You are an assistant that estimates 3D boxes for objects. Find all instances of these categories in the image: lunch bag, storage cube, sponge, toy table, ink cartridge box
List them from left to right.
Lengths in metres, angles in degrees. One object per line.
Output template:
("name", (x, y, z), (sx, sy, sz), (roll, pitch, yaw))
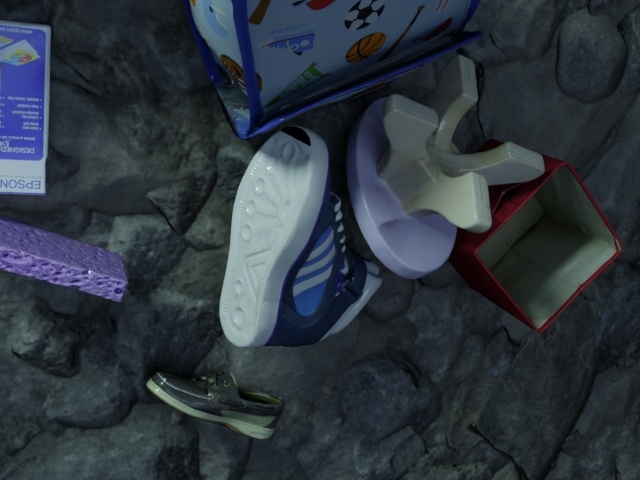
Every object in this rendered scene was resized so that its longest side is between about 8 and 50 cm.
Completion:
("ink cartridge box", (-0.429, -0.160, 0.890), (0.206, 0.045, 0.208), (1, 106, -22))
("sponge", (-0.348, 0.015, 0.940), (0.210, 0.117, 0.031), (19, 101, -26))
("lunch bag", (0.016, -0.289, 0.876), (0.327, 0.239, 0.385), (-26, 159, -11))
("toy table", (0.146, -0.104, 0.989), (0.252, 0.161, 0.274), (5, 64, -34))
("storage cube", (0.291, -0.015, 1.139), (0.183, 0.193, 0.215), (-45, 116, -3))

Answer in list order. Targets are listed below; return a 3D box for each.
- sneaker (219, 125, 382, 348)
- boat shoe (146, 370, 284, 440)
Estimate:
("sneaker", (0.000, 0.001, 1.053), (0.236, 0.130, 0.323), (-3, 118, -45))
("boat shoe", (-0.149, 0.228, 1.115), (0.223, 0.080, 0.073), (30, 89, -32))
